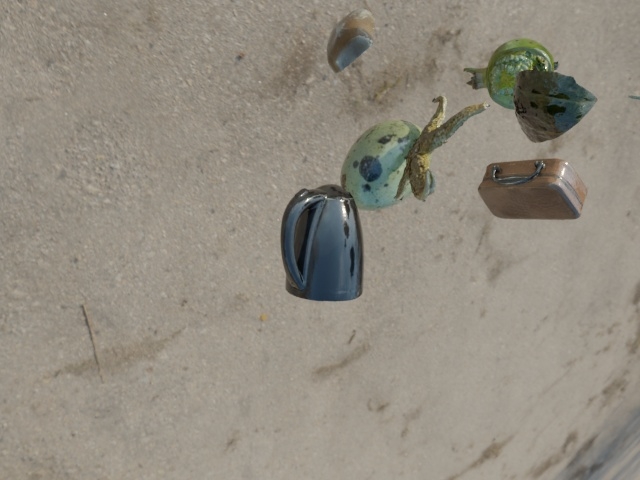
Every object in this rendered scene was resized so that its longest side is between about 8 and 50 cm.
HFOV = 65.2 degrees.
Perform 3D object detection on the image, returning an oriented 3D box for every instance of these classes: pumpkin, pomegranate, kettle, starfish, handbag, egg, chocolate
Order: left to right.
[{"bbox_3d":[0.000,0.000,1.289,0.268,0.207,0.290,-7,105,-49],"label":"kettle"},{"bbox_3d":[0.075,-0.601,1.462,0.080,0.254,0.157,38,127,-26],"label":"chocolate"},{"bbox_3d":[0.235,-0.272,1.823,0.379,0.287,0.288,-43,137,-18],"label":"egg"},{"bbox_3d":[0.360,-0.311,1.567,0.082,0.324,0.432,33,80,-13],"label":"starfish"},{"bbox_3d":[0.726,-0.639,1.922,0.260,0.340,0.261,-31,126,-57],"label":"pomegranate"},{"bbox_3d":[0.436,-0.106,1.043,0.151,0.193,0.072,41,68,-38],"label":"handbag"},{"bbox_3d":[0.506,-0.321,1.200,0.163,0.278,0.111,30,97,-7],"label":"pumpkin"}]

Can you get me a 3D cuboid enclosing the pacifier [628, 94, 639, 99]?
[{"bbox_3d":[0.778,-0.336,1.117,0.126,0.150,0.117,7,109,-4],"label":"pacifier"}]
